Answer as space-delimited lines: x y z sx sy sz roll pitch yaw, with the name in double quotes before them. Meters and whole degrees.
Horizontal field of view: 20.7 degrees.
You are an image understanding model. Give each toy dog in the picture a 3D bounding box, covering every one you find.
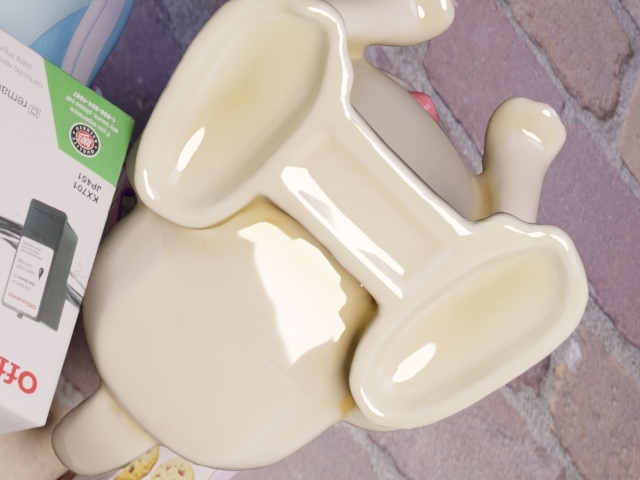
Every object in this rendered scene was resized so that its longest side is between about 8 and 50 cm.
"toy dog" 0.000 0.000 1.249 0.284 0.395 0.408 35 15 -3

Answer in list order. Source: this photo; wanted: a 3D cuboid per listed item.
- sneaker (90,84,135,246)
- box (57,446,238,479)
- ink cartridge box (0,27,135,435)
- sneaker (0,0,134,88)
"sneaker" -0.193 0.001 1.214 0.104 0.095 0.236 59 40 -36
"box" -0.164 0.201 1.214 0.324 0.063 0.067 -35 108 -50
"ink cartridge box" -0.209 -0.009 0.998 0.153 0.087 0.208 34 57 -37
"sneaker" -0.250 -0.138 1.148 0.208 0.127 0.319 51 36 -33
